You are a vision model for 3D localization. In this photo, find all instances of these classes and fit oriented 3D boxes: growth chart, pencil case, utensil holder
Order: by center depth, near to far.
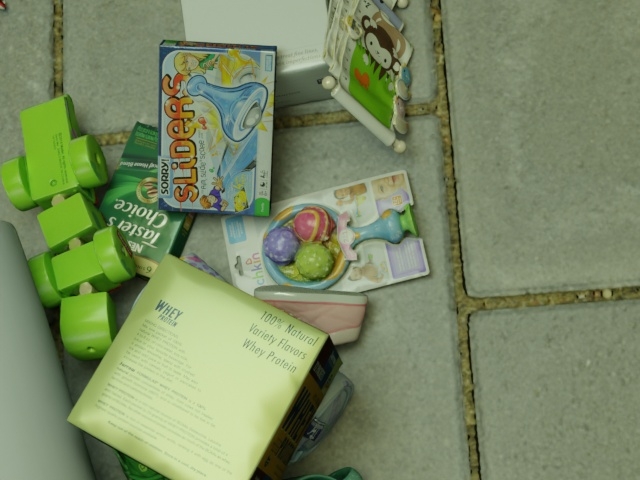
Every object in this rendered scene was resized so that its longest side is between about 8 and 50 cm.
[{"bbox_3d":[-0.421,0.203,1.368,0.328,0.327,0.385,-17,86,4],"label":"utensil holder"},{"bbox_3d":[-0.093,0.136,1.484,0.273,0.113,0.124,39,102,16],"label":"pencil case"},{"bbox_3d":[0.059,-0.233,1.540,0.021,0.172,0.237,-19,56,38],"label":"growth chart"}]

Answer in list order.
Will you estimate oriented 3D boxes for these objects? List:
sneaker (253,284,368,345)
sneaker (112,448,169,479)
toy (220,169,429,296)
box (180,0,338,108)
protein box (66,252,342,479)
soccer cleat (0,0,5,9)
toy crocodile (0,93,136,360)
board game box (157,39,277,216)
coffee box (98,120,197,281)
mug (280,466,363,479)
[{"bbox_3d":[-0.014,0.091,1.499,0.134,0.051,0.070,6,98,-7],"label":"sneaker"},{"bbox_3d":[-0.178,0.269,1.455,0.109,0.123,0.295,-30,74,0],"label":"sneaker"},{"bbox_3d":[0.000,0.000,1.535,0.237,0.056,0.136,-13,73,5],"label":"toy"},{"bbox_3d":[-0.071,-0.262,1.582,0.181,0.119,0.181,-10,74,7],"label":"box"},{"bbox_3d":[-0.115,0.158,1.345,0.200,0.136,0.201,26,77,15],"label":"protein box"},{"bbox_3d":[-0.453,-0.323,1.707,0.083,0.029,0.035,35,92,19],"label":"soccer cleat"},{"bbox_3d":[-0.294,-0.021,1.530,0.115,0.105,0.340,-22,67,6],"label":"toy crocodile"},{"bbox_3d":[-0.122,-0.131,1.509,0.136,0.035,0.201,3,110,1],"label":"board game box"},{"bbox_3d":[-0.210,-0.045,1.586,0.113,0.040,0.184,20,80,14],"label":"coffee box"},{"bbox_3d":[-0.019,0.328,1.423,0.097,0.158,0.129,-23,74,45],"label":"mug"}]
